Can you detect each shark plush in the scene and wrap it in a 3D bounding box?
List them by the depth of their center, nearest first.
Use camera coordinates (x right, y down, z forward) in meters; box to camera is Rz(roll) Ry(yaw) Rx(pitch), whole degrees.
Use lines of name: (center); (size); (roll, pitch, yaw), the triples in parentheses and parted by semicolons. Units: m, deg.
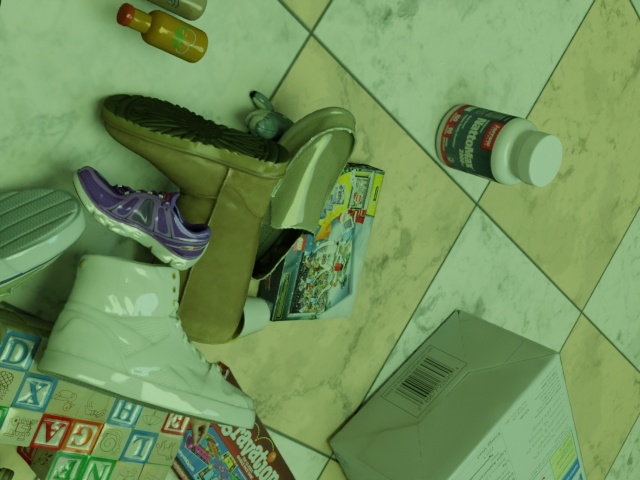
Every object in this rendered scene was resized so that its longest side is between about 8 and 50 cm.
shark plush: (-0.044, -0.132, 1.195); (0.161, 0.067, 0.073); (32, 84, -45)

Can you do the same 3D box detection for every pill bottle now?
pill bottle: (0.280, -0.145, 1.407); (0.108, 0.180, 0.108); (-18, 118, -37)

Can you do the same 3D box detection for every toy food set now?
toy food set: (-0.140, -0.326, 0.989); (0.104, 0.111, 0.232); (17, 113, -42)

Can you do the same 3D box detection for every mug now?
mug: (-0.109, 0.106, 1.252); (0.064, 0.078, 0.062); (-3, 78, -49)

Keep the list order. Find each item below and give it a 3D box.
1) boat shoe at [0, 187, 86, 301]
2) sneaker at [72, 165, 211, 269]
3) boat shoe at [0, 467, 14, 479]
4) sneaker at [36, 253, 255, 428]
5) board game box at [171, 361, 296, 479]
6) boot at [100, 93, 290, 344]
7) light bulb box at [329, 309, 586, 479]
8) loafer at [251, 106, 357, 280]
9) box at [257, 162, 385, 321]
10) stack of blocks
boat shoe: (-0.386, 0.042, 0.947); (0.302, 0.109, 0.094); (-28, 142, -22)
sneaker: (-0.198, -0.038, 1.012); (0.170, 0.068, 0.071); (33, 104, -21)
boat shoe: (-0.429, 0.331, 1.049); (0.060, 0.064, 0.178); (33, 92, -12)
sneaker: (-0.170, 0.115, 1.051); (0.292, 0.108, 0.169); (31, 65, -41)
board game box: (-0.139, 0.320, 1.327); (0.145, 0.027, 0.281); (-43, 131, -23)
boot: (-0.179, -0.017, 1.090); (0.236, 0.089, 0.270); (20, 117, -5)
light bulb box: (0.256, 0.388, 1.576); (0.358, 0.225, 0.361); (-41, 131, -24)
loafer: (-0.033, -0.052, 1.165); (0.102, 0.092, 0.268); (13, 122, -48)
box: (0.000, 0.000, 1.307); (0.159, 0.044, 0.233); (2, 106, -43)
stack of blocks: (-0.298, 0.200, 1.087); (0.297, 0.087, 0.171); (25, 90, -45)
